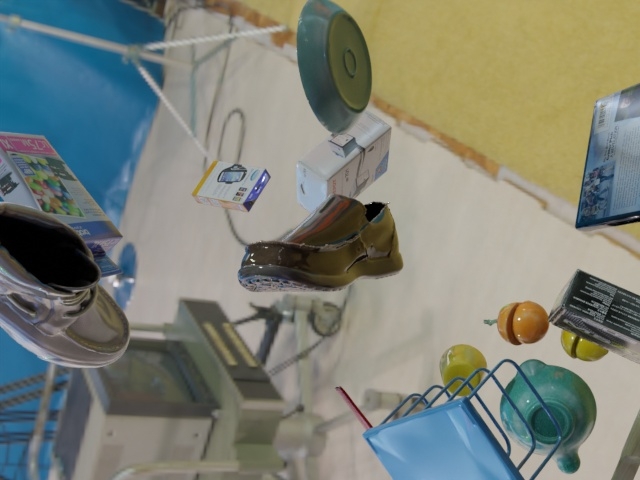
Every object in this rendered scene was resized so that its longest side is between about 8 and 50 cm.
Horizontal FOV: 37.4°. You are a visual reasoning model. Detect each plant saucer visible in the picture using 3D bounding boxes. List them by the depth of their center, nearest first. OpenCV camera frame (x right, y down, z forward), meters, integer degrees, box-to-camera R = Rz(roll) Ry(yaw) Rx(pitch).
[{"bbox_3d":[0.017,-0.151,0.809,0.021,0.119,0.119,-5,75,28],"label":"plant saucer"}]

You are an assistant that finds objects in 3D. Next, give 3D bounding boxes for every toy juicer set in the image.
[{"bbox_3d":[0.345,0.216,1.327,0.209,0.329,0.089,-50,-3,14],"label":"toy juicer set"}]

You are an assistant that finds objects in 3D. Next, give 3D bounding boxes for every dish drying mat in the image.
[{"bbox_3d":[0.050,0.232,1.283,0.083,0.008,0.032,53,166,0],"label":"dish drying mat"}]

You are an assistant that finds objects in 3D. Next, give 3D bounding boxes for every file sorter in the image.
[{"bbox_3d":[0.156,0.212,1.026,0.118,0.104,0.170,55,140,-2],"label":"file sorter"}]

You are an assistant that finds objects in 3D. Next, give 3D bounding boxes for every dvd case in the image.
[{"bbox_3d":[0.394,-0.110,1.124,0.253,0.022,0.180,164,119,-71],"label":"dvd case"}]

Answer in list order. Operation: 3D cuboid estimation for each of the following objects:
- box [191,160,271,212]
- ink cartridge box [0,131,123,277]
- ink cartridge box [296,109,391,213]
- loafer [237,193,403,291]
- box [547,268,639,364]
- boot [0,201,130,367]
[{"bbox_3d":[-0.148,-0.093,1.627,0.136,0.028,0.081,13,60,33],"label":"box"},{"bbox_3d":[-0.479,-0.064,1.708,0.065,0.186,0.311,-40,81,16],"label":"ink cartridge box"},{"bbox_3d":[0.047,-0.147,1.862,0.082,0.190,0.139,36,152,22],"label":"ink cartridge box"},{"bbox_3d":[0.000,0.000,1.349,0.134,0.366,0.130,-2,93,27],"label":"loafer"},{"bbox_3d":[0.312,0.092,0.885,0.045,0.190,0.184,-65,-12,-2],"label":"box"},{"bbox_3d":[-0.244,0.049,0.881,0.123,0.258,0.095,-4,60,37],"label":"boot"}]
